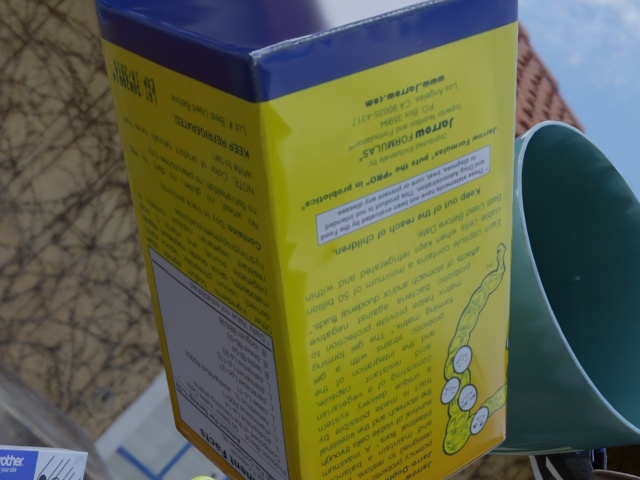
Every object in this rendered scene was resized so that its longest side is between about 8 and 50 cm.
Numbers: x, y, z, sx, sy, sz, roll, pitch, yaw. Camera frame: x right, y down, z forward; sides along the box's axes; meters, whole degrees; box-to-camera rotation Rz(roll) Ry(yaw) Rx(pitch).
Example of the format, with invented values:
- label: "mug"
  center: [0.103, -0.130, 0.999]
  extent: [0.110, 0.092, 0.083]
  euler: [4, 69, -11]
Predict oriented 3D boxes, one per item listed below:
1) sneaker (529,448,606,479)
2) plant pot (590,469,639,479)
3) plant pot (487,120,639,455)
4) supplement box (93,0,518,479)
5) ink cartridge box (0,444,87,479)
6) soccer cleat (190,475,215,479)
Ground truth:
- label: "sneaker"
  center: [0.349, 0.270, 1.345]
  extent: [0.121, 0.079, 0.217]
  euler: [-27, -91, 48]
- label: "plant pot"
  center: [0.396, 0.383, 1.110]
  extent: [0.167, 0.165, 0.167]
  euler: [16, -15, 5]
- label: "plant pot"
  center: [0.173, 0.070, 0.867]
  extent: [0.235, 0.293, 0.293]
  euler: [-27, -63, 37]
- label: "supplement box"
  center: [0.000, 0.000, 0.637]
  extent: [0.194, 0.195, 0.356]
  euler: [31, -46, 46]
- label: "ink cartridge box"
  center: [-0.391, 0.322, 1.206]
  extent: [0.046, 0.097, 0.207]
  euler: [4, -12, 22]
- label: "soccer cleat"
  center: [-0.153, 0.446, 1.251]
  extent: [0.121, 0.093, 0.289]
  euler: [17, -57, 56]
